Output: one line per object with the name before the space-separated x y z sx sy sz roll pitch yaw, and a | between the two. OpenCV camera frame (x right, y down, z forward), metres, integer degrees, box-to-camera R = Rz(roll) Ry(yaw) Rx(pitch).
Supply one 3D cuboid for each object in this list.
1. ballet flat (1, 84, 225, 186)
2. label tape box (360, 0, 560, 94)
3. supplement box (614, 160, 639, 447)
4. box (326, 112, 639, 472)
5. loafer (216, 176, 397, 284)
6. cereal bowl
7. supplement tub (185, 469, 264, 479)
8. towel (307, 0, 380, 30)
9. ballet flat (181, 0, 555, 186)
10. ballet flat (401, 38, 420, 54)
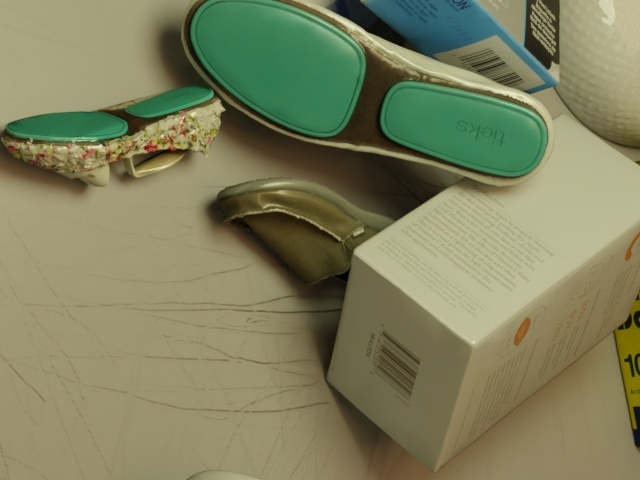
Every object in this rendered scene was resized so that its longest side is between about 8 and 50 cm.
ballet flat | -0.197 -0.094 1.577 0.241 0.091 0.077 -14 120 -32
label tape box | 0.163 -0.360 1.774 0.249 0.115 0.347 34 54 -46
supplement box | 0.489 0.064 1.982 0.195 0.194 0.356 -12 92 -36
box | 0.194 0.050 1.727 0.168 0.215 0.345 39 51 26
loafer | 0.000 0.000 1.696 0.251 0.094 0.087 18 70 -33
cereal bowl | 0.433 -0.290 2.014 0.339 0.141 0.338 5 81 -36
supplement tub | -0.093 0.409 1.494 0.241 0.241 0.331 40 63 -26
towel | -0.018 -0.321 1.694 0.209 0.034 0.285 -37 129 -32
ballet flat | 0.048 -0.159 1.667 0.400 0.139 0.139 19 72 -5
ballet flat | 0.165 -0.212 1.865 0.168 0.057 0.052 8 71 -35
